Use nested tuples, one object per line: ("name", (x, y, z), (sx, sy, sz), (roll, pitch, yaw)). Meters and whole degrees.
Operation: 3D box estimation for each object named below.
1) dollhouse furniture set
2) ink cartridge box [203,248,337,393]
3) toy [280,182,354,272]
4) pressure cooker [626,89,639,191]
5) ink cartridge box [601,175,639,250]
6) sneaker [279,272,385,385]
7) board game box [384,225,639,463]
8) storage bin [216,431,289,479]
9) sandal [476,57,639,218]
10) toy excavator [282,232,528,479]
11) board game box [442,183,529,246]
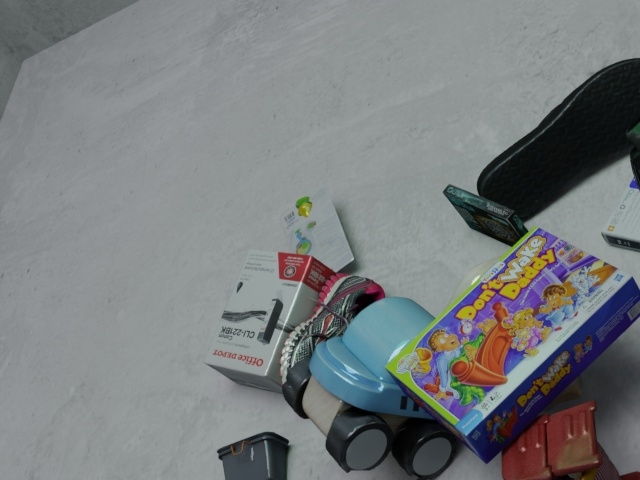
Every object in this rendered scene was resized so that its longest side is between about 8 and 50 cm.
("dollhouse furniture set", (0.394, 0.272, 1.710), (0.152, 0.201, 0.374), (-21, 37, 26))
("ink cartridge box", (-0.100, 0.168, 2.258), (0.197, 0.114, 0.272), (5, 68, 43))
("toy", (0.000, 0.000, 2.395), (0.137, 0.056, 0.237), (-37, 50, 19))
("pressure cooker", (0.694, -0.135, 1.640), (0.420, 0.376, 0.369), (-48, 39, 31))
("ink cartridge box", (0.636, -0.066, 1.921), (0.208, 0.045, 0.206), (16, 67, 48))
("sneaker", (0.019, 0.191, 2.159), (0.112, 0.121, 0.299), (8, 60, 42))
("board game box", (0.300, 0.153, 1.688), (0.347, 0.078, 0.233), (-42, 34, -9))
("storage bin", (-0.130, 0.437, 2.091), (0.135, 0.098, 0.091), (-25, 52, 22))
("sandal", (0.492, -0.214, 2.101), (0.446, 0.167, 0.107), (-34, 22, 11))
("toy excavator", (0.209, 0.175, 1.899), (0.222, 0.433, 0.445), (43, 115, 52))
("board game box", (0.331, -0.041, 2.098), (0.026, 0.126, 0.186), (-50, 39, -9))
